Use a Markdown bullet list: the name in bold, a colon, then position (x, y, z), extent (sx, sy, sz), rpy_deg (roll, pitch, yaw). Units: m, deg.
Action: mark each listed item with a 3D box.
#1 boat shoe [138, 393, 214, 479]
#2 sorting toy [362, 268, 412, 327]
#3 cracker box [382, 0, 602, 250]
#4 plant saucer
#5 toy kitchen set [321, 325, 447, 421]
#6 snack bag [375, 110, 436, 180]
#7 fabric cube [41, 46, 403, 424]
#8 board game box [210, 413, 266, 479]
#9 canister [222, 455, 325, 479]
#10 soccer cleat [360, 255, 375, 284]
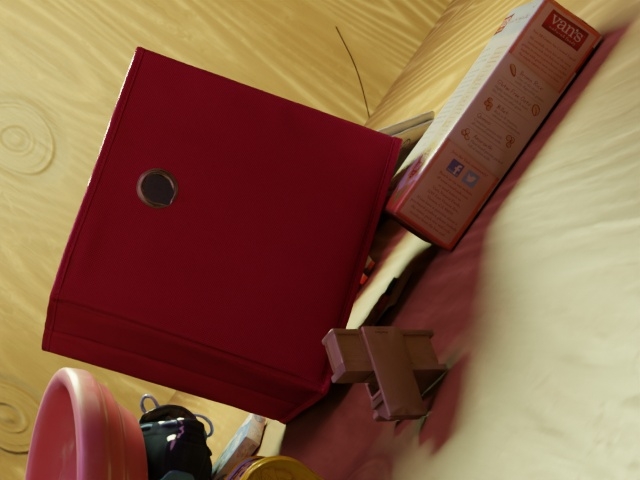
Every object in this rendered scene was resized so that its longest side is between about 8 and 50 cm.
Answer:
- **boat shoe**: position (-0.152, 0.218, 1.875), extent (0.258, 0.109, 0.089), rpy_deg (-179, 103, -69)
- **sorting toy**: position (0.054, 0.065, 1.630), extent (0.062, 0.012, 0.083), rpy_deg (-50, 6, 41)
- **cracker box**: position (0.147, -0.105, 1.583), extent (0.232, 0.067, 0.156), rpy_deg (-55, 5, 0)
- **plant saucer**: position (-0.247, 0.300, 1.827), extent (0.332, 0.084, 0.332), rpy_deg (-174, 90, -71)
- **toy kitchen set**: position (0.036, 0.107, 1.197), extent (0.075, 0.083, 0.068), rpy_deg (-50, 47, 44)
- **snack bag**: position (0.000, 0.000, 2.106), extent (0.342, 0.037, 0.323), rpy_deg (-55, -11, 22)
- **fabric cube**: position (-0.100, 0.007, 1.654), extent (0.259, 0.258, 0.254), rpy_deg (127, 161, -73)
- **board game box**: position (-0.094, 0.233, 1.870), extent (0.090, 0.020, 0.090), rpy_deg (-53, 5, 11)
- **canister**: position (-0.051, 0.213, 1.249), extent (0.126, 0.073, 0.170), rpy_deg (-55, 3, -9)
- **soccer cleat**: position (-0.016, 0.063, 1.964), extent (0.196, 0.076, 0.068), rpy_deg (-52, 5, 33)
